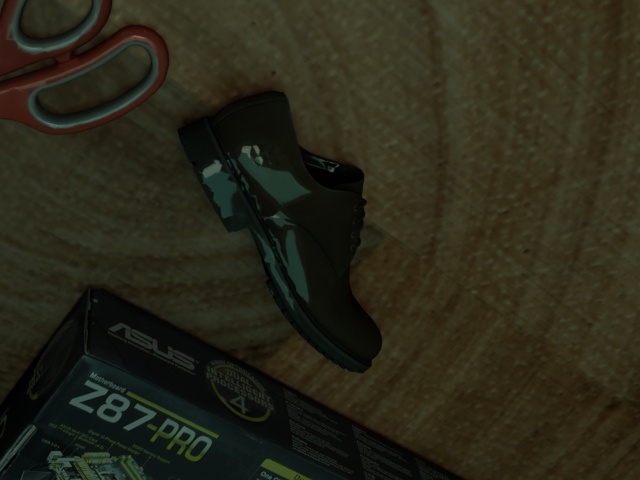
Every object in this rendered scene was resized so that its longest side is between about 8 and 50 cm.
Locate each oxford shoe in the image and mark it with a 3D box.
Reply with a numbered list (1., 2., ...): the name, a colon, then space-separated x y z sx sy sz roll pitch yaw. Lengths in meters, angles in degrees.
1. oxford shoe: 0.000 0.000 0.674 0.096 0.083 0.227 -28 121 2

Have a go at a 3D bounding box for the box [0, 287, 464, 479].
1. box: -0.102 0.257 0.794 0.395 0.097 0.318 31 112 -24

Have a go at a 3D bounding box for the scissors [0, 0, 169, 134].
1. scissors: -0.241 -0.078 0.620 0.297 0.021 0.109 -27 122 4
